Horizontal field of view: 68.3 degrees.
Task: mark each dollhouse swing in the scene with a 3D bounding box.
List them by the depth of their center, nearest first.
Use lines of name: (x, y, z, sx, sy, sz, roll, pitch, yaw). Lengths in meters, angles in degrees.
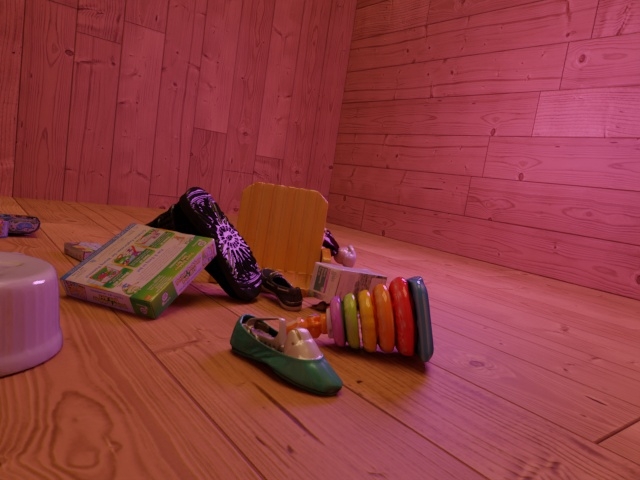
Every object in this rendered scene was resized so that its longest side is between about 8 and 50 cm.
dollhouse swing: (-0.132, -0.018, 1.481, 0.347, 0.304, 0.315, 9, 7, -2)

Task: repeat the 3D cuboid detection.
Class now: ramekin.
ramekin: (-0.546, 0.100, 0.721, 0.278, 0.135, 0.277, 8, 7, -1)

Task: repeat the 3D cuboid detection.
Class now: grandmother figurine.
grandmother figurine: (0.000, 0.000, 1.877, 0.343, 0.104, 0.207, 34, 36, -14)

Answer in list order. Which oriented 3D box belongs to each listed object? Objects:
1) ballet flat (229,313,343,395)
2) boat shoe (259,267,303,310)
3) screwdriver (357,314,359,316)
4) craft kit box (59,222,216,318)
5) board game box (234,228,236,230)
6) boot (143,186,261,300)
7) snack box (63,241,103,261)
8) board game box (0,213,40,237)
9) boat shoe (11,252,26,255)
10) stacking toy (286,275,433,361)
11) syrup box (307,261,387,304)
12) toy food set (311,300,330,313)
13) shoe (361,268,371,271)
ballet flat: (-0.065, 0.183, 0.814, 0.248, 0.087, 0.083, 14, 9, 37)
boat shoe: (-0.106, 0.113, 1.266, 0.075, 0.064, 0.206, -6, 26, -30)
screwdriver: (0.106, 0.195, 1.232, 0.024, 0.025, 0.170, 12, 17, 25)
craft kit box: (-0.414, 0.059, 1.100, 0.247, 0.060, 0.249, 9, 36, 20)
board game box: (-0.223, 0.025, 1.932, 0.348, 0.077, 0.233, 9, 7, 5)
boot: (-0.335, 0.054, 1.284, 0.260, 0.347, 0.131, -35, -6, 26)
snack box: (-0.708, 0.034, 1.450, 0.141, 0.037, 0.100, 14, 8, 39)
board game box: (-1.073, -0.050, 1.610, 0.194, 0.060, 0.194, 3, 10, -36)
boat shoe: (-0.726, 0.072, 1.007, 0.076, 0.080, 0.228, 10, 15, 3)
stacking toy: (0.071, 0.168, 0.978, 0.302, 0.165, 0.175, -6, -3, 3)
syrup box: (0.079, 0.124, 1.308, 0.096, 0.093, 0.237, 15, 2, 40)
toy food set: (0.034, 0.178, 1.239, 0.078, 0.019, 0.122, 3, 9, -38)
shoe: (0.144, 0.139, 1.533, 0.081, 0.063, 0.178, 15, 15, 33)
